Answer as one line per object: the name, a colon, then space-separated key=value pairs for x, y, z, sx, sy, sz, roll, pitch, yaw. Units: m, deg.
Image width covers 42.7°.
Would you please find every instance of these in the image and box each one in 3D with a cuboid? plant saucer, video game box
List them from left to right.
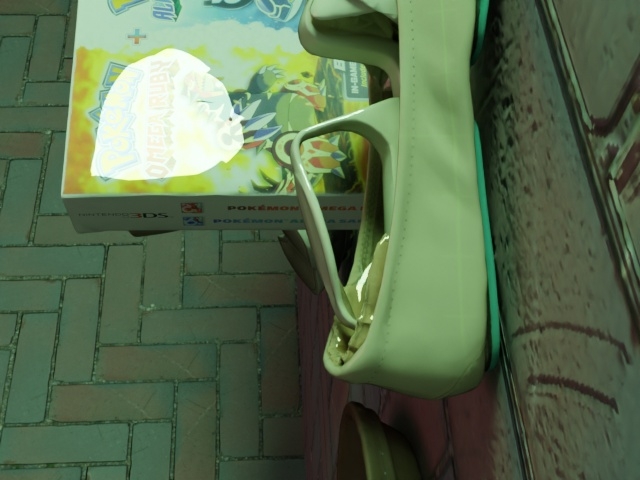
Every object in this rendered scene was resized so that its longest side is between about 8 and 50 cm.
video game box: x=-0.033 y=-0.104 z=0.438 sx=0.048 sy=0.187 sz=0.205 roll=97 pitch=170 yaw=-66
plant saucer: x=0.040 y=0.245 z=0.534 sx=0.278 sy=0.041 sz=0.277 roll=178 pitch=90 yaw=-87

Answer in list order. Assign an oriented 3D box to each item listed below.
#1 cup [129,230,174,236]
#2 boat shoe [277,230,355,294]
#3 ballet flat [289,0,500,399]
cup: x=-0.093 y=-0.171 z=0.908 sx=0.331 sy=0.237 sz=0.330 roll=179 pitch=90 yaw=-87
boat shoe: x=0.000 y=0.000 z=0.880 sx=0.081 sy=0.069 sz=0.227 roll=52 pitch=170 yaw=10
ballet flat: x=0.028 y=-0.060 z=0.326 sx=0.086 sy=0.086 sz=0.248 roll=144 pitch=125 yaw=-85
